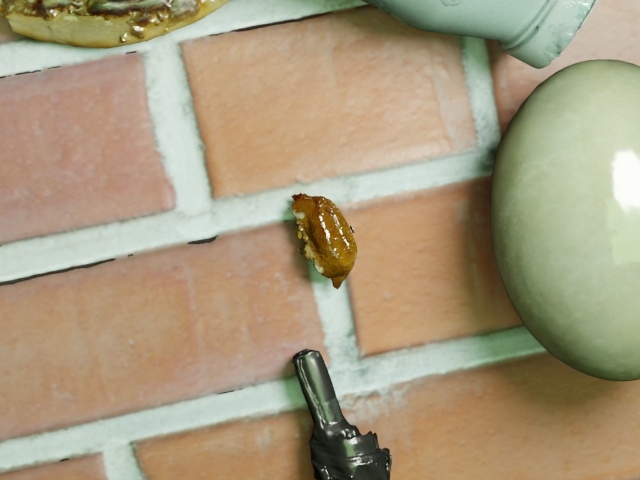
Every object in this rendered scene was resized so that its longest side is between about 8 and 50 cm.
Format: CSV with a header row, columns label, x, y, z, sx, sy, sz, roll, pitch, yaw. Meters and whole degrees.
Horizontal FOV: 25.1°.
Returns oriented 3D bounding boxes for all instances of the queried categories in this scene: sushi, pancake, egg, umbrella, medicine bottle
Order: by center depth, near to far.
label,x,y,z,sx,sy,sz,roll,pitch,yaw
medicine bottle,0.152,-0.330,1.507,0.290,0.245,0.245,27,94,-9
egg,0.314,-0.021,1.567,0.258,0.258,0.352,-3,93,-6
pancake,-0.244,-0.328,1.571,0.266,0.057,0.244,-21,91,-7
sushi,0.002,-0.001,1.637,0.060,0.061,0.118,-21,82,38
umbrella,0.038,0.287,1.667,0.118,0.118,0.340,-22,94,-3
